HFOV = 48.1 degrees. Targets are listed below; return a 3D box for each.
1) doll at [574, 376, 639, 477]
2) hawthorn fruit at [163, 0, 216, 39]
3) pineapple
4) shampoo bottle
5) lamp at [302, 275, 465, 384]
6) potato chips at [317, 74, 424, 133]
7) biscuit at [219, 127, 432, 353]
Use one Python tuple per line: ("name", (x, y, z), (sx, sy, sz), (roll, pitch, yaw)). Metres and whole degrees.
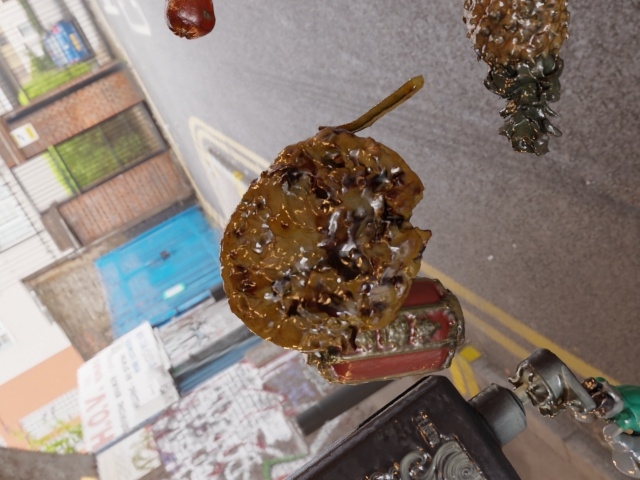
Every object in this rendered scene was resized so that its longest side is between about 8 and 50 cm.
("doll", (0.564, 0.332, 1.387), (0.258, 0.153, 0.195), (40, -156, -12))
("hawthorn fruit", (-0.217, -0.383, 1.194), (0.093, 0.093, 0.093), (57, 169, 18))
("pineapple", (0.193, -0.178, 0.688), (0.108, 0.108, 0.198), (-176, 78, -77))
("shampoo bottle", (0.039, 0.172, 0.471), (0.098, 0.309, 0.071), (53, 169, 15))
("lamp", (0.100, 0.145, 1.188), (0.177, 0.273, 0.177), (176, 90, -77))
("potato chips", (0.078, -0.198, 1.104), (0.204, 0.026, 0.037), (-22, 91, 42))
("biscuit", (0.004, 0.002, 1.031), (0.289, 0.334, 0.081), (33, -177, 12))
